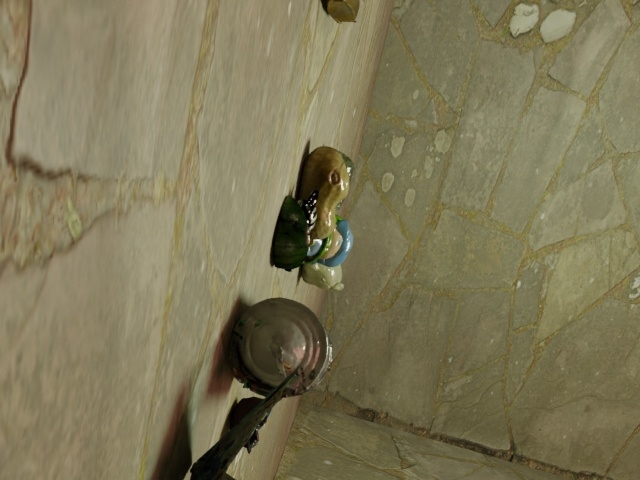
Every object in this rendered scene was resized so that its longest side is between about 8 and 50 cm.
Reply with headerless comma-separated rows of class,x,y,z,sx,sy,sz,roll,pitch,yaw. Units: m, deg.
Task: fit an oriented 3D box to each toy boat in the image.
toy boat,0.043,-0.473,1.104,0.206,0.064,0.072,-47,136,-80

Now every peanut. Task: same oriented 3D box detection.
peanut,0.006,-0.109,1.392,0.110,0.120,0.237,39,-51,52

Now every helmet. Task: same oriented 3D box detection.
helmet,-0.163,0.397,1.256,0.123,0.070,0.098,-60,159,-47

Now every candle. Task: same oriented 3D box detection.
candle,-0.071,0.201,1.059,0.330,0.187,0.188,80,25,-77

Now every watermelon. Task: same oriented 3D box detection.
watermelon,-0.059,0.003,1.250,0.092,0.075,0.182,-75,175,-59

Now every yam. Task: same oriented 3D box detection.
yam,0.032,-0.163,1.637,0.107,0.107,0.183,-62,169,-70

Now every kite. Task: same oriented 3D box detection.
kite,-0.154,0.342,0.816,0.406,0.014,0.368,-50,-174,-24

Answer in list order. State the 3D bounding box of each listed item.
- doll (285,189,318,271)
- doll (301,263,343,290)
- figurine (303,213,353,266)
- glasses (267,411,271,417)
doll,-0.050,-0.023,1.336,0.091,0.067,0.220,-51,163,-54
doll,-0.001,0.048,1.938,0.149,0.175,0.278,-34,-151,30
figurine,0.000,0.000,1.586,0.162,0.143,0.263,-60,162,15
glasses,-0.159,0.431,1.610,0.221,0.088,0.190,-53,169,-17
